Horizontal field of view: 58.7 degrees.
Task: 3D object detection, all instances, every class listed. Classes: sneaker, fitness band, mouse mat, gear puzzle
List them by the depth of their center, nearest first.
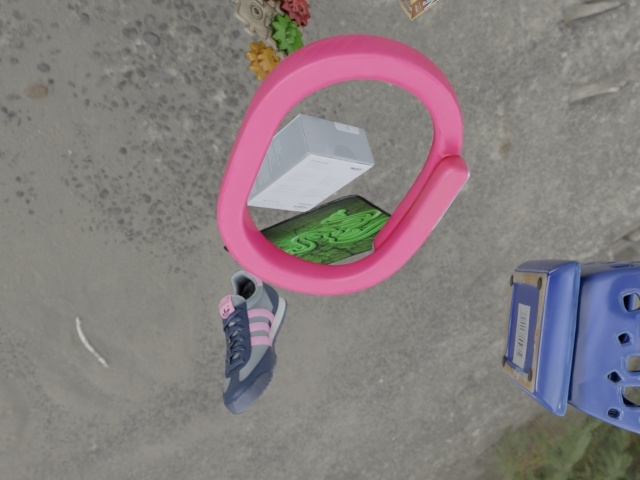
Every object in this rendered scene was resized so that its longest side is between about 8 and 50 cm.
[{"bbox_3d":[0.015,-0.057,0.554,0.209,0.054,0.291,18,131,-13],"label":"fitness band"},{"bbox_3d":[0.000,0.000,0.678,0.190,0.007,0.153,-22,153,29],"label":"mouse mat"},{"bbox_3d":[-0.151,0.177,1.064,0.112,0.319,0.131,-36,112,19],"label":"sneaker"},{"bbox_3d":[-0.085,-0.451,1.106,0.044,0.339,0.175,-13,147,42],"label":"gear puzzle"}]

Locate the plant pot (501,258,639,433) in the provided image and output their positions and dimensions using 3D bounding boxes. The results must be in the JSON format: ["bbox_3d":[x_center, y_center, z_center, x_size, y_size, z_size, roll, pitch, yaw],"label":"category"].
[{"bbox_3d":[0.393,0.138,0.822,0.212,0.236,0.236,6,89,3],"label":"plant pot"}]

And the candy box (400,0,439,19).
[{"bbox_3d":[0.241,-0.592,1.302,0.109,0.053,0.187,-34,172,3],"label":"candy box"}]

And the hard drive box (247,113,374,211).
[{"bbox_3d":[-0.035,-0.152,1.188,0.181,0.089,0.232,4,156,-42],"label":"hard drive box"}]
